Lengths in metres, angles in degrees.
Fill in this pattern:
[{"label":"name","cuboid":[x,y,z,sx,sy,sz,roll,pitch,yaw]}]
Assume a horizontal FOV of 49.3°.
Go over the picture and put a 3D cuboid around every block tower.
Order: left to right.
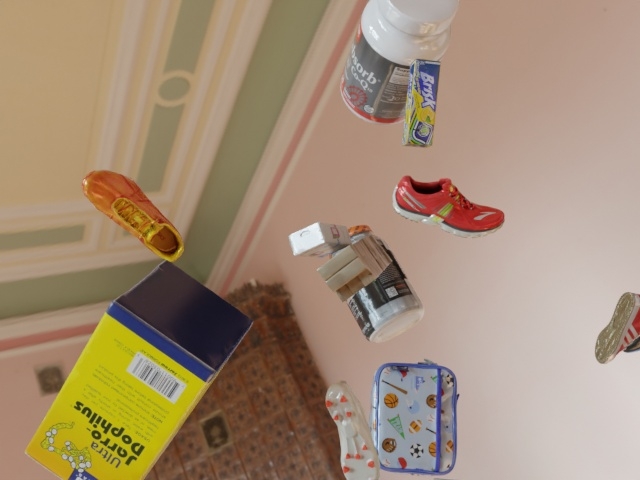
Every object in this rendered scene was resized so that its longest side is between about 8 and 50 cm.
[{"label":"block tower","cuboid":[0.084,0.057,1.579,0.097,0.091,0.335,-36,-4,14]}]

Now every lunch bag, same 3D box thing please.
[{"label":"lunch bag","cuboid":[0.254,0.468,1.863,0.243,0.303,0.115,6,-18,-2]}]

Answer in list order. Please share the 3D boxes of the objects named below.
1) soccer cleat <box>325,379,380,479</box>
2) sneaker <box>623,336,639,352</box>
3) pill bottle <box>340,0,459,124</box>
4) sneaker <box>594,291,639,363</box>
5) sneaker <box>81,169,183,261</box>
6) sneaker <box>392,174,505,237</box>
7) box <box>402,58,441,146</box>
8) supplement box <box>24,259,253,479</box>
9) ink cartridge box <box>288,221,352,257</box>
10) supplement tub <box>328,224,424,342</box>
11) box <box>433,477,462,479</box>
[{"label":"soccer cleat","cuboid":[0.060,0.333,1.194,0.068,0.196,0.076,-16,5,17]},{"label":"sneaker","cuboid":[0.674,0.161,1.459,0.078,0.067,0.188,15,-48,-1]},{"label":"pill bottle","cuboid":[0.180,-0.450,1.626,0.210,0.210,0.363,-17,-21,-18]},{"label":"sneaker","cuboid":[0.447,0.131,1.006,0.067,0.042,0.118,9,-64,-19]},{"label":"sneaker","cuboid":[-0.251,-0.037,0.963,0.064,0.067,0.175,-51,-54,-3]},{"label":"sneaker","cuboid":[0.314,-0.090,1.690,0.279,0.107,0.118,13,-56,6]},{"label":"box","cuboid":[0.202,-0.274,1.401,0.054,0.168,0.059,5,2,-4]},{"label":"supplement box","cuboid":[-0.306,0.247,1.187,0.356,0.195,0.194,-55,0,21]},{"label":"ink cartridge box","cuboid":[0.000,0.000,1.587,0.088,0.052,0.122,-25,-17,29]},{"label":"supplement tub","cuboid":[0.152,0.122,2.043,0.194,0.316,0.193,-23,-25,-11]},{"label":"box","cuboid":[0.337,0.703,1.464,0.215,0.345,0.168,-5,10,27]}]
